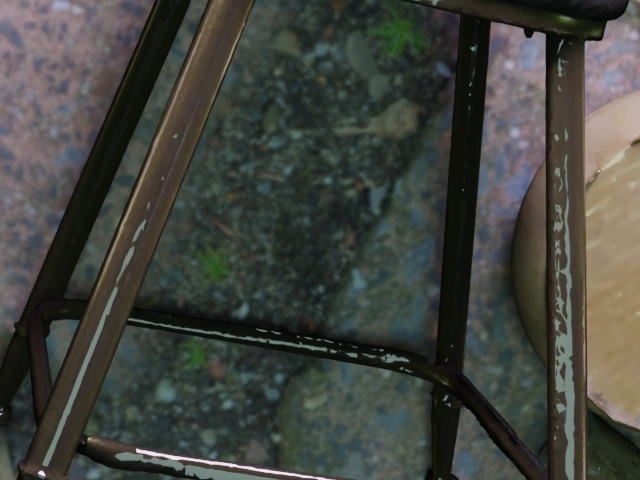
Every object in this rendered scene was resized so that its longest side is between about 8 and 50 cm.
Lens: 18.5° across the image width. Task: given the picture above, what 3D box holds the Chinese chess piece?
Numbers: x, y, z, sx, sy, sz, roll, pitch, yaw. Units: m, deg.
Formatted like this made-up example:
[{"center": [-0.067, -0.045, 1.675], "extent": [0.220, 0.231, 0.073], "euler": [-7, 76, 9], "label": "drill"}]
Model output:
[{"center": [0.263, 0.015, 1.387], "extent": [0.257, 0.104, 0.257], "euler": [-3, 106, -9], "label": "Chinese chess piece"}]

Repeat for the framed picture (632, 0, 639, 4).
[{"center": [0.315, -0.254, 1.359], "extent": [0.324, 0.020, 0.241], "euler": [18, 103, -13], "label": "framed picture"}]

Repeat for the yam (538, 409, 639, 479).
[{"center": [0.237, 0.193, 1.458], "extent": [0.169, 0.068, 0.068], "euler": [38, 98, -21], "label": "yam"}]

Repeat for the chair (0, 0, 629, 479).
[{"center": [0.000, 0.000, 1.219], "extent": [0.364, 0.362, 0.410], "euler": [11, 101, -12], "label": "chair"}]
